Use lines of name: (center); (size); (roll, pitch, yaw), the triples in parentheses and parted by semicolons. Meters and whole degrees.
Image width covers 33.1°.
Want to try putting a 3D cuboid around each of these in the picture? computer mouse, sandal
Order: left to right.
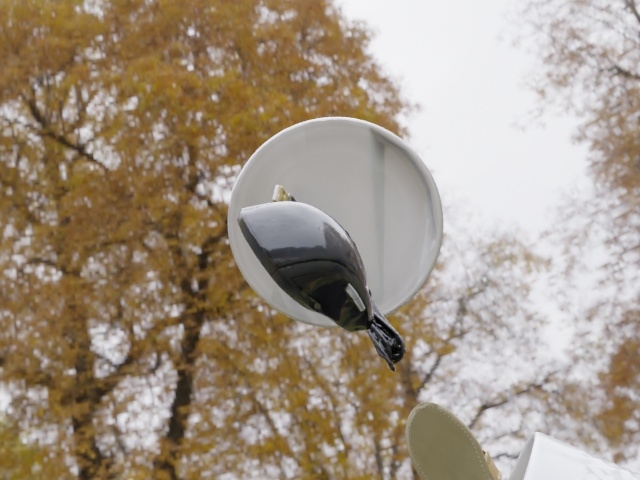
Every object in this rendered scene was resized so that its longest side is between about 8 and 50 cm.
computer mouse: (0.000, 0.000, 0.951); (0.060, 0.184, 0.262); (-37, -35, 8)
sandal: (0.196, 0.316, 1.373); (0.088, 0.240, 0.079); (-41, -28, -2)

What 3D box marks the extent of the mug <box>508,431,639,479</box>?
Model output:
mug: (0.354, 0.418, 1.272); (0.328, 0.276, 0.374); (22, -9, 10)

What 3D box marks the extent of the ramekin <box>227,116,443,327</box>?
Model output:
ramekin: (0.020, -0.024, 1.410); (0.273, 0.272, 0.127); (-18, 2, 2)
